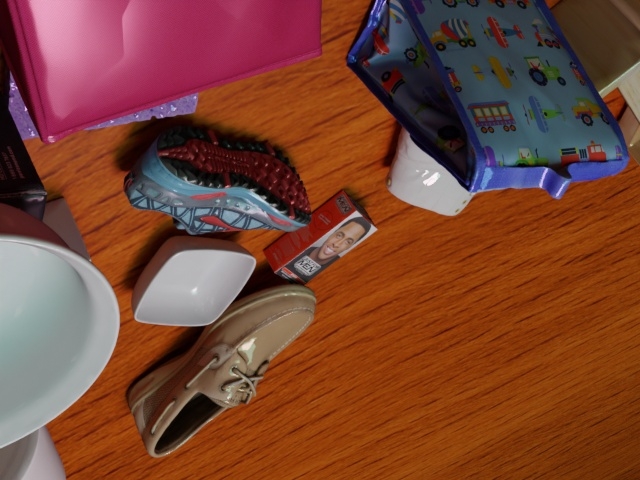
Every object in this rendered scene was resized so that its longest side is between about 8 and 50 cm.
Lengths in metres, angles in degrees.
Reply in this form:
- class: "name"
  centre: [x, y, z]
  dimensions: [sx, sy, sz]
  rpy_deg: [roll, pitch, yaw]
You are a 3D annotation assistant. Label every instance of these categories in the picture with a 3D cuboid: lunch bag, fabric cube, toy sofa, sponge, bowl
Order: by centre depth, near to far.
- class: "fabric cube"
  centre: [-0.159, -0.279, 0.900]
  dimensions: [0.254, 0.259, 0.258]
  rpy_deg: [-20, 145, -17]
- class: "bowl"
  centre: [-0.336, 0.060, 0.991]
  dimensions: [0.298, 0.134, 0.297]
  rpy_deg: [-21, 143, -16]
- class: "sponge"
  centre: [-0.224, -0.169, 1.193]
  dimensions: [0.210, 0.031, 0.117]
  rpy_deg: [-12, 142, -24]
- class: "lunch bag"
  centre: [0.203, -0.162, 1.292]
  dimensions: [0.221, 0.293, 0.138]
  rpy_deg: [-5, 138, -32]
- class: "bowl"
  centre: [-0.171, 0.046, 1.490]
  dimensions: [0.142, 0.053, 0.142]
  rpy_deg: [7, 132, -42]
- class: "toy sofa"
  centre: [0.450, -0.220, 1.534]
  dimensions: [0.177, 0.150, 0.362]
  rpy_deg: [-38, 145, 12]

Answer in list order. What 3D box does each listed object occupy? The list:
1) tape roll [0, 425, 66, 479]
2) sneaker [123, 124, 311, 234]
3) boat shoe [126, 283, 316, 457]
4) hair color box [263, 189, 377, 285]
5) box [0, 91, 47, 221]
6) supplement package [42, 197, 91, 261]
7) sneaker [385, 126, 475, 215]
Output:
- class: "tape roll"
  centre: [-0.451, 0.286, 1.415]
  dimensions: [0.246, 0.246, 0.169]
  rpy_deg: [-21, 146, -13]
- class: "sneaker"
  centre: [-0.124, -0.061, 1.375]
  dimensions: [0.125, 0.104, 0.262]
  rpy_deg: [-32, 146, 34]
- class: "boat shoe"
  centre: [-0.129, 0.188, 1.627]
  dimensions: [0.341, 0.110, 0.122]
  rpy_deg: [-39, 143, 22]
- class: "hair color box"
  centre: [0.000, 0.000, 1.569]
  dimensions: [0.141, 0.043, 0.072]
  rpy_deg: [-38, 146, 10]
- class: "box"
  centre: [-0.452, 0.014, 1.119]
  dimensions: [0.294, 0.182, 0.296]
  rpy_deg: [-8, 138, -32]
- class: "supplement package"
  centre: [-0.318, 0.057, 1.346]
  dimensions: [0.105, 0.105, 0.179]
  rpy_deg: [-21, 144, -14]
- class: "sneaker"
  centre: [0.227, -0.119, 1.546]
  dimensions: [0.293, 0.108, 0.169]
  rpy_deg: [-2, 139, -21]
